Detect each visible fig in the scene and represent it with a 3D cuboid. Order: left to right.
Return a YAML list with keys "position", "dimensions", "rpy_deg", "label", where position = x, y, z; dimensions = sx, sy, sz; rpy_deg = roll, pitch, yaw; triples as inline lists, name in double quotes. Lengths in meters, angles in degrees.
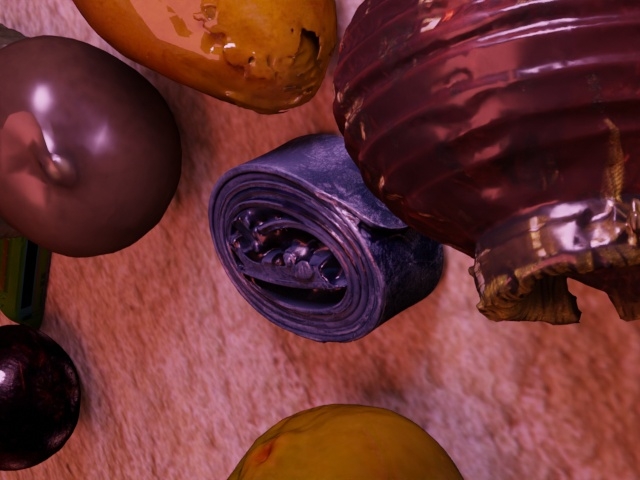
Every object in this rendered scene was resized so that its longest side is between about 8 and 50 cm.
- position: [0.021, 0.241, 1.022]
  dimensions: [0.207, 0.207, 0.230]
  rpy_deg: [-7, 105, 51]
  label: "fig"

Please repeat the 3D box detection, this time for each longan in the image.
- position: [-0.202, -0.077, 1.124]
  dimensions: [0.189, 0.189, 0.189]
  rpy_deg: [27, 129, 38]
  label: "longan"

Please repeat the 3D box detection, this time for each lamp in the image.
- position: [0.126, -0.073, 0.701]
  dimensions: [0.247, 0.247, 0.247]
  rpy_deg: [27, 129, 38]
  label: "lamp"

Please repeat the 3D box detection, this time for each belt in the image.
- position: [0.000, 0.000, 1.004]
  dimensions: [0.190, 0.082, 0.141]
  rpy_deg: [12, 125, 47]
  label: "belt"

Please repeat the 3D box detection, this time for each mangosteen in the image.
- position: [-0.324, 0.160, 1.417]
  dimensions: [0.152, 0.152, 0.152]
  rpy_deg: [27, 129, 38]
  label: "mangosteen"

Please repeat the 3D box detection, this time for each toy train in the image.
- position: [-0.304, 0.024, 1.403]
  dimensions: [0.044, 0.042, 0.209]
  rpy_deg: [42, 137, 26]
  label: "toy train"

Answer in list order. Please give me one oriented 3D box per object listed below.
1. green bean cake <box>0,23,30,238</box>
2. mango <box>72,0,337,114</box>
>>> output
- position: [-0.317, -0.108, 1.273]
  dimensions: [0.185, 0.094, 0.183]
  rpy_deg: [26, 114, 40]
  label: "green bean cake"
- position: [-0.091, -0.184, 0.972]
  dimensions: [0.248, 0.151, 0.156]
  rpy_deg: [41, 169, 17]
  label: "mango"
